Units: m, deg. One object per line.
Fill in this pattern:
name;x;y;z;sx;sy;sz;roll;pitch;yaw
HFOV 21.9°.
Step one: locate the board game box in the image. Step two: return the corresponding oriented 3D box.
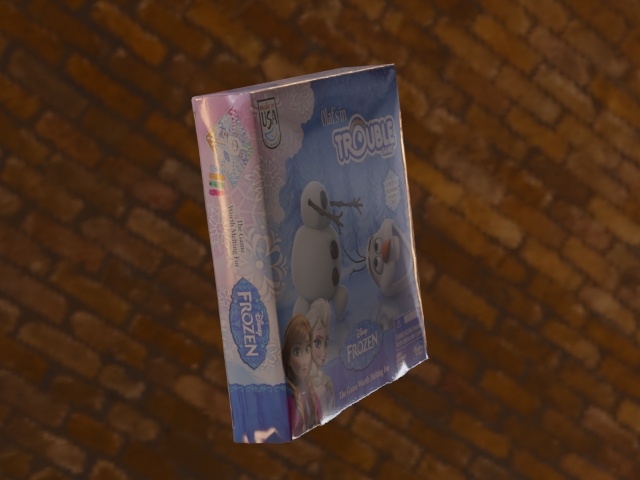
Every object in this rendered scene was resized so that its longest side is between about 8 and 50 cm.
board game box;0.000;0.000;0.451;0.090;0.020;0.090;-23;-73;-62
